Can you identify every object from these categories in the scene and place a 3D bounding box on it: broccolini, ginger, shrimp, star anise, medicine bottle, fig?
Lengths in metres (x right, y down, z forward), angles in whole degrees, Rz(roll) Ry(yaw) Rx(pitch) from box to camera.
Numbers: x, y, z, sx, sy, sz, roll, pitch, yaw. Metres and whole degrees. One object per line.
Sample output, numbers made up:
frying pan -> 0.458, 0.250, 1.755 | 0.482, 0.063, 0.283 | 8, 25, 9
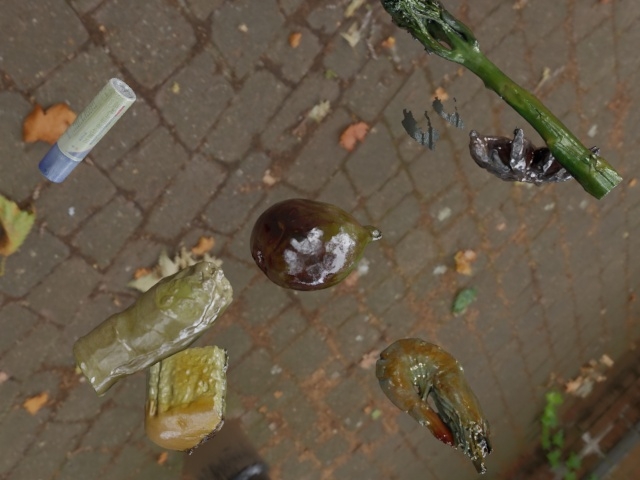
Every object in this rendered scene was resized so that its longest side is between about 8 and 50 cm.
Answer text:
broccolini -> 0.130, -0.122, 0.671 | 0.071, 0.254, 0.057 | -29, 162, -30
ginger -> -0.245, 0.129, 1.255 | 0.263, 0.116, 0.109 | -34, 107, 3
shrimp -> 0.130, 0.181, 0.934 | 0.101, 0.190, 0.042 | -16, 137, -21
star anise -> 0.208, -0.079, 0.845 | 0.141, 0.141, 0.042 | 13, 87, -55
medicine bottle -> -0.439, -0.204, 1.580 | 0.231, 0.059, 0.059 | -43, 151, 21
fig -> 0.000, 0.000, 0.949 | 0.154, 0.109, 0.103 | -17, 163, -30

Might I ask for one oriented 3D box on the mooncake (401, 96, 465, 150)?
mooncake -> 0.259, -0.182, 0.992 | 0.346, 0.150, 0.057 | -33, 149, 31

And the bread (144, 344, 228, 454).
bread -> -0.303, 0.349, 1.821 | 0.162, 0.204, 0.262 | 12, 145, -28
